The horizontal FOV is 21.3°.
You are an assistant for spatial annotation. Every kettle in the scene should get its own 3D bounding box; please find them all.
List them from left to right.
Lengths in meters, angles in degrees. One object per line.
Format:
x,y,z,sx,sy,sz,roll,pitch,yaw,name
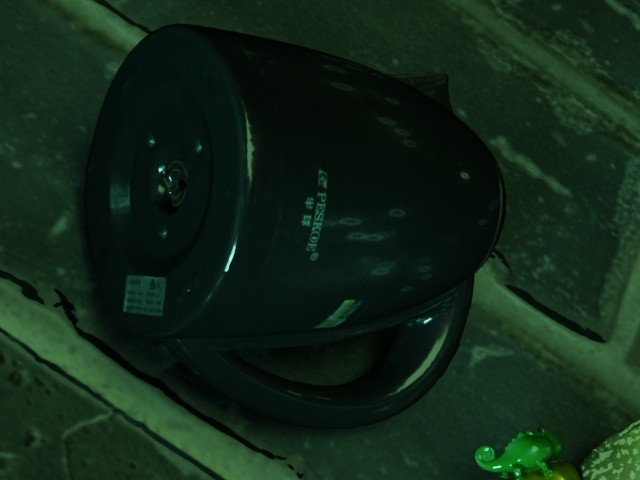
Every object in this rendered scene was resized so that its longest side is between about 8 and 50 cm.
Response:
0.000,0.000,1.206,0.290,0.207,0.268,6,93,-38,kettle

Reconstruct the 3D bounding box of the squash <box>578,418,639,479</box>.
0.278,0.231,1.317,0.184,0.085,0.191,-11,67,-4,squash

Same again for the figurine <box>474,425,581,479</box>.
0.144,0.219,1.225,0.115,0.095,0.156,-13,91,-13,figurine
